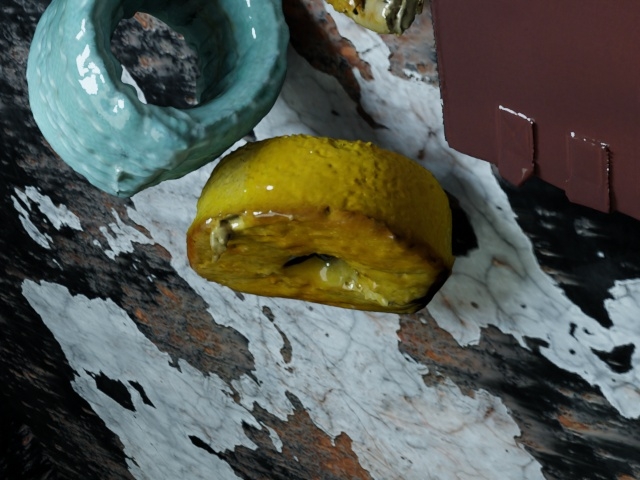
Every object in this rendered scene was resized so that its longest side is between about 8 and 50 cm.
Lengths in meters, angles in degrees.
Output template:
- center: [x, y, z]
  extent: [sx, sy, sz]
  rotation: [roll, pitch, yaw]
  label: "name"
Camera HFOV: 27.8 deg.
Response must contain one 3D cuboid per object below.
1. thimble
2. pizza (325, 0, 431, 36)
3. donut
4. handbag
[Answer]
- center: [-0.134, -0.149, 1.085]
  extent: [0.198, 0.235, 0.143]
  rotation: [22, 157, -22]
  label: "thimble"
- center: [0.017, -0.240, 0.898]
  extent: [0.147, 0.069, 0.226]
  rotation: [57, 162, 36]
  label: "pizza"
- center: [0.000, -0.001, 1.134]
  extent: [0.253, 0.118, 0.253]
  rotation: [6, 156, 3]
  label: "donut"
- center: [0.186, -0.127, 0.839]
  extent: [0.260, 0.084, 0.276]
  rotation: [24, 146, 33]
  label: "handbag"
